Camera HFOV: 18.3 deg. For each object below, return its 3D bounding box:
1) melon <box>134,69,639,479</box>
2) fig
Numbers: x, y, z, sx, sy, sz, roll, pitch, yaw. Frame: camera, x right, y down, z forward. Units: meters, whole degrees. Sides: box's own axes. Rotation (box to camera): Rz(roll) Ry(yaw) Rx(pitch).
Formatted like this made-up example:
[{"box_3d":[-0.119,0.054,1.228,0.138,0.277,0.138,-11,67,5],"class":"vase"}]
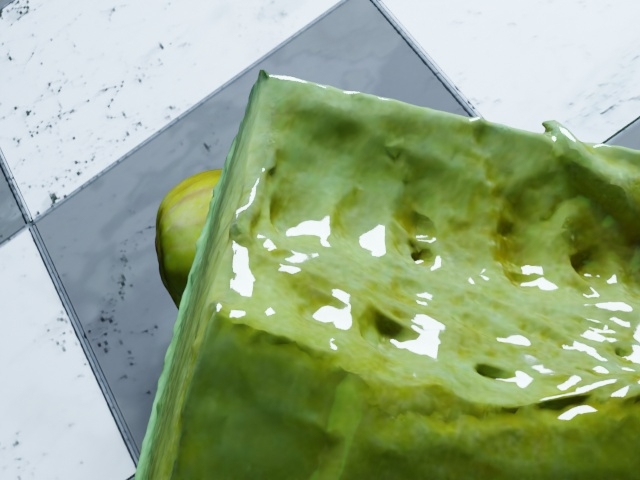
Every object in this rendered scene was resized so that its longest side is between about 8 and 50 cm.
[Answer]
[{"box_3d":[0.111,0.054,0.762,0.344,0.226,0.331,15,30,-1],"class":"melon"},{"box_3d":[-0.005,0.014,1.026,0.166,0.093,0.093,11,46,-6],"class":"fig"}]
